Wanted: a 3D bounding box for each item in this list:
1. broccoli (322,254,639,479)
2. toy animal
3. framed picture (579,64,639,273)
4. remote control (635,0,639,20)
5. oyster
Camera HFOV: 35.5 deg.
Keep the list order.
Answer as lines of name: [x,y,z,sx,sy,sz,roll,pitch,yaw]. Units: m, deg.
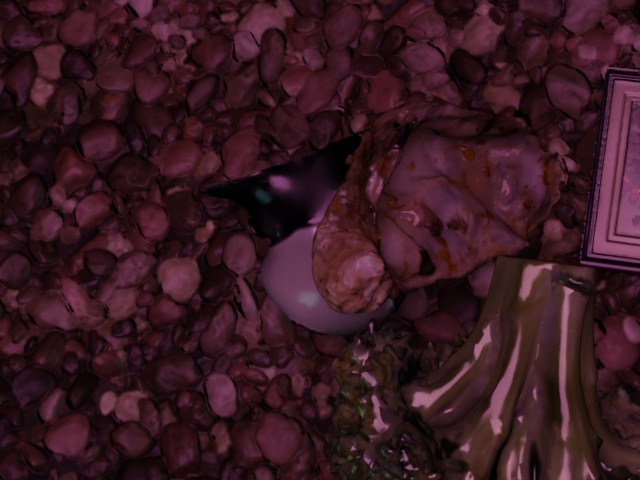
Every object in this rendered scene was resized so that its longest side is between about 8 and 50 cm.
broccoli: [0.144,0.152,0.773,0.235,0.288,0.260,-24,68,45]
toy animal: [0.000,0.000,0.894,0.166,0.138,0.179,-25,81,15]
framed picture: [0.343,-0.056,0.898,0.195,0.010,0.199,8,79,13]
remote control: [0.416,-0.221,0.913,0.245,0.025,0.063,6,80,12]
oyster: [0.104,-0.027,0.834,0.094,0.294,0.166,-3,87,46]
